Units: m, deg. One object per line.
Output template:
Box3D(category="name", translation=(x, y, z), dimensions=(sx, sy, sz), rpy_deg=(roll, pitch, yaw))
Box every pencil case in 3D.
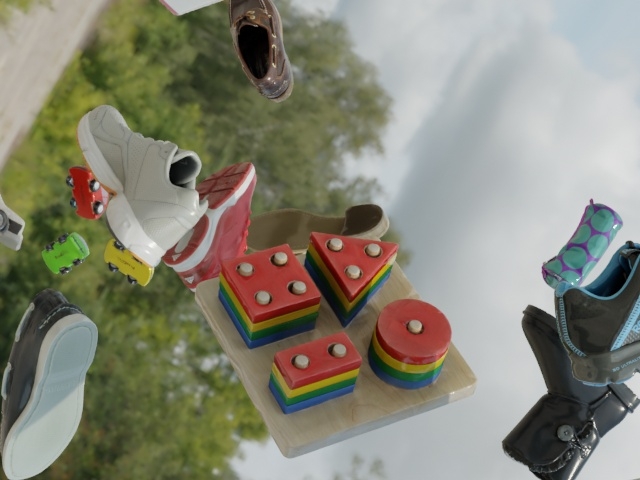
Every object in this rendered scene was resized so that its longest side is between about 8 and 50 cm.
Box3D(category="pencil case", translation=(0.419, 0.012, 2.033), dimensions=(0.151, 0.070, 0.064), rpy_deg=(-52, 177, -10))

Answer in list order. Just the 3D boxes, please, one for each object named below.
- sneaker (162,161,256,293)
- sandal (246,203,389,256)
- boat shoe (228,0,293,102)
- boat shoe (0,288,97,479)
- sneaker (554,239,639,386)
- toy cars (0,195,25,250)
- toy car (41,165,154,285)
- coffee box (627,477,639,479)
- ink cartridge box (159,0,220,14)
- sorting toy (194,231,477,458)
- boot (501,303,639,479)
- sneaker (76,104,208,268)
Box3D(category="sneaker", translation=(-0.126, 0.002, 1.680), dimensions=(0.087, 0.128, 0.221), rpy_deg=(-8, -145, 35))
Box3D(category="sandal", translation=(-0.002, 0.005, 1.847), dimensions=(0.240, 0.079, 0.088), rpy_deg=(-6, -134, 29))
Box3D(category="boat shoe", translation=(-0.094, -0.303, 1.866), dimensions=(0.073, 0.073, 0.207), rpy_deg=(-31, -120, 17))
Box3D(category="boat shoe", translation=(-0.393, 0.204, 1.777), dimensions=(0.091, 0.114, 0.302), rpy_deg=(44, -60, 33))
Box3D(category="sneaker", translation=(0.453, 0.053, 1.599), dimensions=(0.341, 0.139, 0.125), rpy_deg=(-28, -168, -14))
Box3D(category="toy cars", translation=(-0.601, -0.084, 1.906), dimensions=(0.087, 0.394, 0.176), rpy_deg=(-67, 151, -16))
Box3D(category="toy car", translation=(-0.408, -0.005, 2.232), dimensions=(0.225, 0.239, 0.053), rpy_deg=(-26, -171, 39))
Box3D(category="coffee box", translation=(0.264, 0.470, 1.278), dimensions=(0.337, 0.334, 0.338), rpy_deg=(104, -26, -55))
Box3D(category="ink cartridge box", translation=(-0.198, -0.536, 1.639), dimensions=(0.160, 0.279, 0.384), rpy_deg=(-15, -117, 23))
Box3D(category="sorting toy", translation=(0.021, 0.095, 1.484), dimensions=(0.257, 0.255, 0.089), rpy_deg=(56, -31, 35))
Box3D(category="boot", translation=(0.353, 0.251, 1.974), dimensions=(0.207, 0.246, 0.094), rpy_deg=(-47, -172, -6))
Box3D(category="sneaker", translation=(-0.202, -0.085, 1.501), dimensions=(0.121, 0.099, 0.262), rpy_deg=(-35, -131, 7))
